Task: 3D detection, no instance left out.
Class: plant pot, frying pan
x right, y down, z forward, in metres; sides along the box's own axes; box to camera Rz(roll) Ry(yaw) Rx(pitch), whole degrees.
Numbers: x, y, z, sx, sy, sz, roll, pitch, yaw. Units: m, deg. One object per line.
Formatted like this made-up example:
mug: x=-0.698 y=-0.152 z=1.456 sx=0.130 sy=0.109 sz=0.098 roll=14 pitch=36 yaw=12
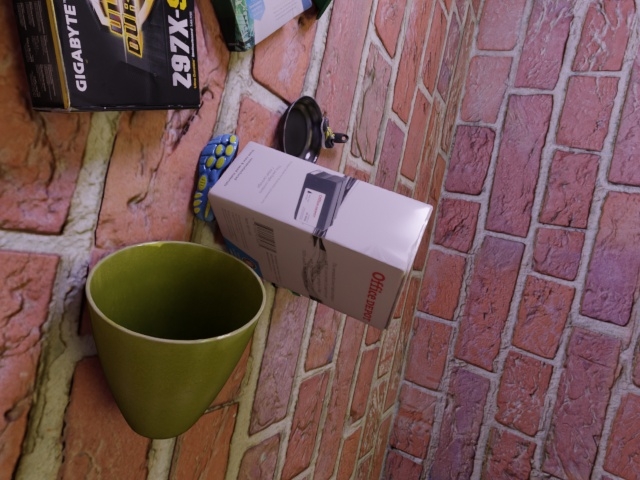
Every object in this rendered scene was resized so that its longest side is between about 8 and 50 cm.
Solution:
plant pot: x=-0.261 y=0.194 z=0.743 sx=0.275 sy=0.275 sz=0.293 roll=-27 pitch=139 yaw=-55
frying pan: x=-0.019 y=-0.309 z=1.147 sx=0.326 sy=0.053 sz=0.197 roll=-48 pitch=141 yaw=-45

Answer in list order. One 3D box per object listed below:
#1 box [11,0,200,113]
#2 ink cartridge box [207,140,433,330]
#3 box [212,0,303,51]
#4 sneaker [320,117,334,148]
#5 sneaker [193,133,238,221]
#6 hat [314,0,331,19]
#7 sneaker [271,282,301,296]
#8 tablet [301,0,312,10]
box: x=-0.289 y=-0.350 z=0.595 sx=0.257 sy=0.079 sz=0.322 roll=-36 pitch=132 yaw=-61
ink cartridge box: x=0.000 y=0.000 z=0.886 sx=0.285 sy=0.395 sz=0.166 roll=90 pitch=26 yaw=-58
box: x=-0.145 y=-0.570 z=0.810 sx=0.232 sy=0.058 sz=0.322 roll=-55 pitch=144 yaw=-35
sneaker: x=0.023 y=-0.291 z=1.148 sx=0.031 sy=0.035 sz=0.083 roll=-39 pitch=133 yaw=-48
sneaker: x=-0.212 y=-0.130 z=0.874 sx=0.078 sy=0.067 sz=0.188 roll=16 pitch=88 yaw=-78
hat: x=-0.023 y=-0.672 z=0.996 sx=0.208 sy=0.183 sz=0.173 roll=-47 pitch=-157 yaw=34
sneaker: x=-0.043 y=0.083 z=1.214 sx=0.256 sy=0.094 sz=0.151 roll=7 pitch=89 yaw=-52
tablet: x=-0.056 y=-0.575 z=0.987 sx=0.054 sy=0.006 sz=0.083 roll=-31 pitch=144 yaw=2
